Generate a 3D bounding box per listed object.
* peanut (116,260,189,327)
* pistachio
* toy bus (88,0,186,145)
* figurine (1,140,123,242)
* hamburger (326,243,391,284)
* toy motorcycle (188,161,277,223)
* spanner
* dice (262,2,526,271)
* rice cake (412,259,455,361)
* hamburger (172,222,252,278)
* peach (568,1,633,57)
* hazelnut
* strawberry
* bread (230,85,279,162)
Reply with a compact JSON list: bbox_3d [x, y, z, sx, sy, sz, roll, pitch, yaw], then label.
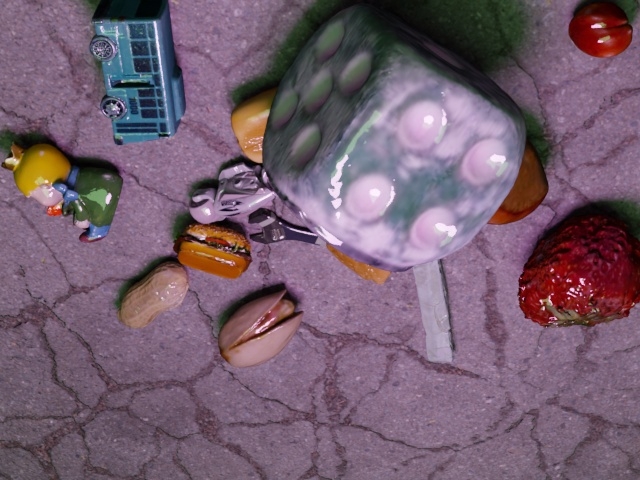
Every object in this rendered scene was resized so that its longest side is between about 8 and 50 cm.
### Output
[{"bbox_3d":[-0.364,0.122,2.194,0.214,0.090,0.099,-33,149,28],"label":"peanut"},{"bbox_3d":[-0.135,0.196,2.204,0.144,0.144,0.215,37,117,-23],"label":"pistachio"},{"bbox_3d":[-0.326,-0.307,1.820,0.147,0.128,0.256,-1,127,3],"label":"toy bus"},{"bbox_3d":[-0.524,-0.098,2.015,0.234,0.127,0.185,11,137,-18],"label":"figurine"},{"bbox_3d":[0.070,-0.009,2.019,0.208,0.135,0.155,26,115,-12],"label":"hamburger"},{"bbox_3d":[-0.151,-0.091,1.994,0.254,0.112,0.112,-20,125,20],"label":"toy motorcycle"},{"bbox_3d":[0.000,0.000,2.114,0.316,0.024,0.087,12,130,-8],"label":"spanner"},{"bbox_3d":[0.117,-0.173,1.717,0.328,0.330,0.348,25,110,-30],"label":"dice"},{"bbox_3d":[0.246,0.142,2.186,0.066,0.063,0.336,-2,130,16],"label":"rice cake"},{"bbox_3d":[-0.223,0.016,2.089,0.166,0.087,0.137,18,158,-11],"label":"hamburger"},{"bbox_3d":[0.484,-0.362,1.744,0.101,0.100,0.100,2,129,2],"label":"peach"},{"bbox_3d":[0.323,-0.125,1.902,0.210,0.210,0.186,17,104,-10],"label":"hazelnut"},{"bbox_3d":[0.531,0.059,2.015,0.274,0.220,0.274,-2,166,-1],"label":"strawberry"},{"bbox_3d":[-0.079,-0.228,1.892,0.173,0.085,0.134,-19,130,16],"label":"bread"}]
